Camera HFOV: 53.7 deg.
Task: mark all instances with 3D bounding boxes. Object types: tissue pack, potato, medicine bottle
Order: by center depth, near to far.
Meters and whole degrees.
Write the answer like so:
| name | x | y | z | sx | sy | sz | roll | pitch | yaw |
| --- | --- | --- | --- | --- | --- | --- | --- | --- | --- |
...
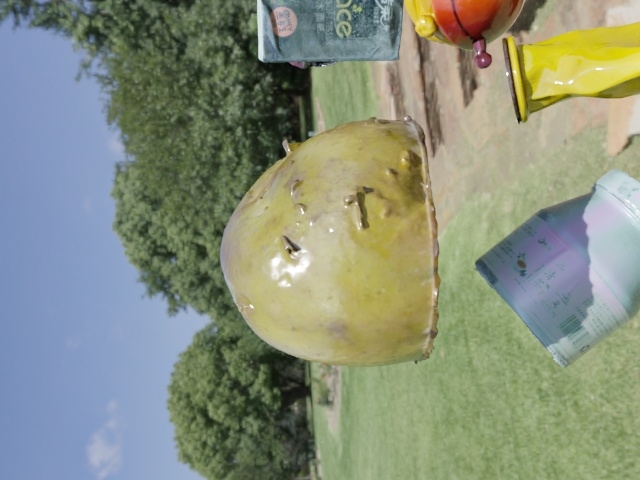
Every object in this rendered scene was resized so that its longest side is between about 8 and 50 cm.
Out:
| name | x | y | z | sx | sy | sz | roll | pitch | yaw |
| --- | --- | --- | --- | --- | --- | --- | --- | --- | --- |
| potato | 0.000 | 0.000 | 1.005 | 0.442 | 0.320 | 0.385 | -112 | 20 | -77 |
| medicine bottle | 0.455 | 0.041 | 1.099 | 0.245 | 0.290 | 0.245 | 48 | -172 | -9 |
| tissue pack | 0.020 | -0.507 | 1.372 | 0.103 | 0.316 | 0.227 | -117 | 25 | -64 |

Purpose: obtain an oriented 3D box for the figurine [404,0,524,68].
| name | x | y | z | sx | sy | sz | roll | pitch | yaw |
| --- | --- | --- | --- | --- | --- | --- | --- | --- | --- |
| figurine | 0.255 | -0.463 | 1.050 | 0.196 | 0.320 | 0.323 | 31 | 115 | 39 |

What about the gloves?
| name | x | y | z | sx | sy | sz | roll | pitch | yaw |
| --- | --- | --- | --- | --- | --- | --- | --- | --- | --- |
| gloves | 0.388 | -0.236 | 0.790 | 0.116 | 0.295 | 0.133 | 42 | -136 | -58 |

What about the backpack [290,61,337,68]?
| name | x | y | z | sx | sy | sz | roll | pitch | yaw |
| --- | --- | --- | --- | --- | --- | --- | --- | --- | --- |
| backpack | 0.051 | -0.574 | 1.623 | 0.317 | 0.283 | 0.197 | 8 | 136 | 50 |
